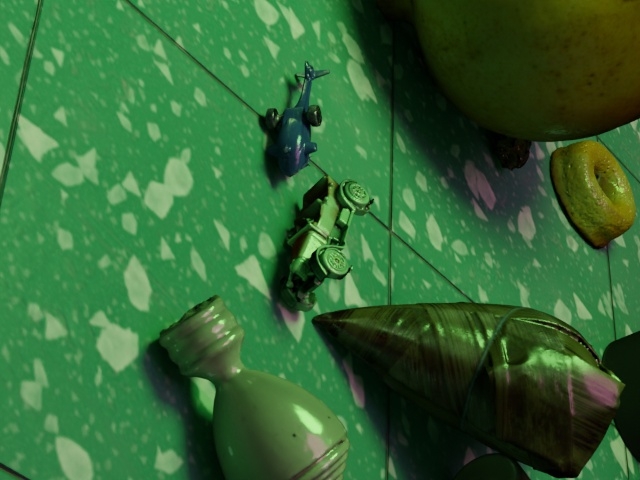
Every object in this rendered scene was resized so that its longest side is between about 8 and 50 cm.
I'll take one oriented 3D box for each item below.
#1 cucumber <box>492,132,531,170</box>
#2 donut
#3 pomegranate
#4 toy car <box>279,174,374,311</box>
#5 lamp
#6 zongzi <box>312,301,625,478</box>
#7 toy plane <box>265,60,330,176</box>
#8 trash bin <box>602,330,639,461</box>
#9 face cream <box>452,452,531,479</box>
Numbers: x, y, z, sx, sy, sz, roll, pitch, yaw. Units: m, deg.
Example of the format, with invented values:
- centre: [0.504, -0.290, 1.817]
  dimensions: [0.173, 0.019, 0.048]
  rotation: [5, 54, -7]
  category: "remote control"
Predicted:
- centre: [0.236, -0.169, 2.004]
  dimensions: [0.053, 0.053, 0.181]
  rotation: [39, 37, -38]
  category: "cucumber"
- centre: [0.369, -0.067, 2.135]
  dimensions: [0.152, 0.058, 0.152]
  rotation: [35, 42, -39]
  category: "donut"
- centre: [0.252, -0.316, 1.830]
  dimensions: [0.416, 0.416, 0.417]
  rotation: [37, 41, -40]
  category: "pomegranate"
- centre: [0.000, 0.000, 1.490]
  dimensions: [0.054, 0.073, 0.143]
  rotation: [38, 38, -14]
  category: "toy car"
- centre: [-0.055, 0.138, 1.286]
  dimensions: [0.193, 0.106, 0.106]
  rotation: [53, 31, -1]
  category: "lamp"
- centre: [0.139, 0.112, 1.604]
  dimensions: [0.300, 0.138, 0.286]
  rotation: [20, 6, 0]
  category: "zongzi"
- centre: [-0.020, -0.120, 1.571]
  dimensions: [0.062, 0.054, 0.167]
  rotation: [73, 19, -44]
  category: "toy plane"
- centre: [0.533, 0.157, 1.962]
  dimensions: [0.214, 0.334, 0.214]
  rotation: [39, 38, -39]
  category: "trash bin"
- centre: [0.242, 0.349, 1.630]
  dimensions: [0.341, 0.084, 0.137]
  rotation: [53, 22, -33]
  category: "face cream"
